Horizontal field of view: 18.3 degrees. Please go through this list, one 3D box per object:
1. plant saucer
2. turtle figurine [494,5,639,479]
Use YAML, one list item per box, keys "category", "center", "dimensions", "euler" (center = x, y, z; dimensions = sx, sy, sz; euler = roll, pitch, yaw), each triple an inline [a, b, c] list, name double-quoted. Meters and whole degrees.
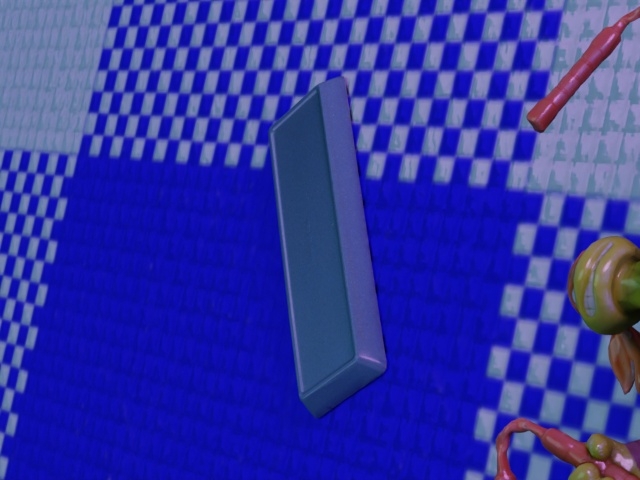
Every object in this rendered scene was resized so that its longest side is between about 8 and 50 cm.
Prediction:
- category: "plant saucer"
  center: [0.000, 0.000, 1.119]
  dimensions: [0.067, 0.018, 0.192]
  euler: [-39, 47, 42]
- category: "turtle figurine"
  center: [0.172, 0.028, 0.791]
  dimensions: [0.217, 0.087, 0.269]
  euler: [-3, 67, 48]
